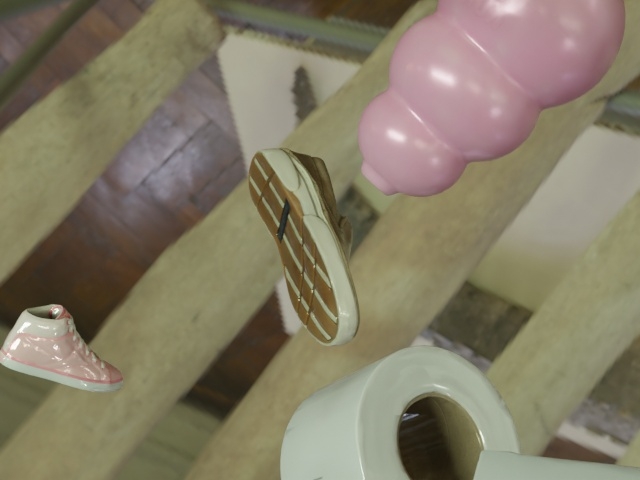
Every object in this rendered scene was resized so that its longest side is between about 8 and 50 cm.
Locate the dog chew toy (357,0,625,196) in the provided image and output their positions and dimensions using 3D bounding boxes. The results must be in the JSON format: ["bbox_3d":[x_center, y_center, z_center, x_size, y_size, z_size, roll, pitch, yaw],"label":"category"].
[{"bbox_3d":[0.171,-0.183,1.352,0.206,0.332,0.206,43,-172,-8],"label":"dog chew toy"}]

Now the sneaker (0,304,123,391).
[{"bbox_3d":[-0.248,0.106,1.238,0.134,0.070,0.051,20,-174,-32],"label":"sneaker"}]

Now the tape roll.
[{"bbox_3d":[0.096,0.265,1.481,0.246,0.246,0.169,44,142,-10],"label":"tape roll"}]

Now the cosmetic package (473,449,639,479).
[{"bbox_3d":[0.216,0.372,0.947,0.217,0.156,0.385,4,113,14],"label":"cosmetic package"}]

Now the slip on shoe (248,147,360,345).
[{"bbox_3d":[0.000,0.000,0.667,0.135,0.041,0.051,-119,36,-44],"label":"slip on shoe"}]
